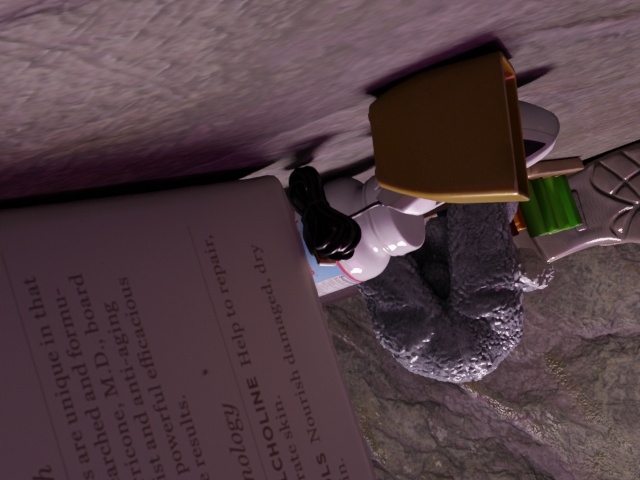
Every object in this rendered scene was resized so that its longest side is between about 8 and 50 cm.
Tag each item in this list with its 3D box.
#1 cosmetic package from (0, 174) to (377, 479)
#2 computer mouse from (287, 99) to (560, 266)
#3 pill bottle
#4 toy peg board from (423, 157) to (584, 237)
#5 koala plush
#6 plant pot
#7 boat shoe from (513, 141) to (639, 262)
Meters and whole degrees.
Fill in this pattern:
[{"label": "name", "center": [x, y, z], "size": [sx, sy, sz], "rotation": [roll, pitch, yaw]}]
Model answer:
[{"label": "cosmetic package", "center": [-0.213, 0.173, 0.856], "size": [0.329, 0.327, 0.393], "rotation": [-22, 173, 40]}, {"label": "computer mouse", "center": [0.068, -0.054, 0.921], "size": [0.193, 0.042, 0.106], "rotation": [-26, -149, 6]}, {"label": "pill bottle", "center": [0.000, 0.000, 1.098], "size": [0.160, 0.087, 0.087], "rotation": [-21, 174, 27]}, {"label": "toy peg board", "center": [0.217, -0.031, 1.577], "size": [0.160, 0.079, 0.161], "rotation": [-21, 174, 32]}, {"label": "koala plush", "center": [0.149, 0.047, 1.453], "size": [0.196, 0.203, 0.221], "rotation": [-19, 174, 16]}, {"label": "plant pot", "center": [0.074, -0.060, 0.789], "size": [0.083, 0.081, 0.081], "rotation": [-7, 178, 14]}, {"label": "boat shoe", "center": [0.374, -0.058, 1.715], "size": [0.355, 0.132, 0.130], "rotation": [-11, -173, 17]}]
